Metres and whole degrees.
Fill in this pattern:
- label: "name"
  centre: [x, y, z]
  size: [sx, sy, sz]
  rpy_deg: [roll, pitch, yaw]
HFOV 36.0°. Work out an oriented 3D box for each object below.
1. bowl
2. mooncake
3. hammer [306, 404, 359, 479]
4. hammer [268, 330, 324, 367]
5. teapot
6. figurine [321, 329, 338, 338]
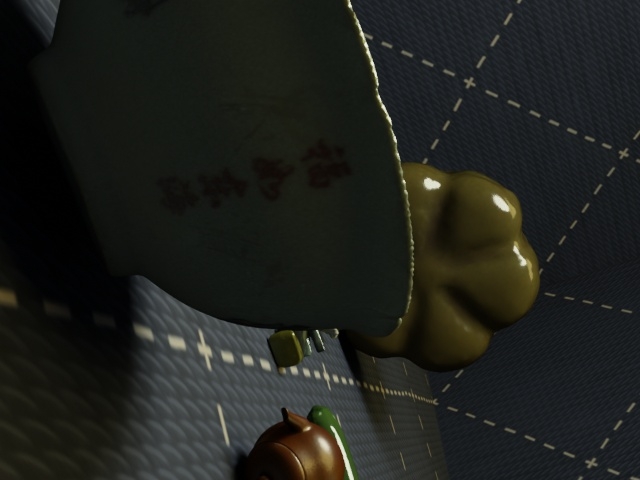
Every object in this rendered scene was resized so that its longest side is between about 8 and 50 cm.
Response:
- label: "bowl"
  centre: [-0.112, -0.088, 0.795]
  size: [0.435, 0.196, 0.435]
  rpy_deg: [59, -16, 29]
- label: "mooncake"
  centre: [0.227, 0.055, 2.087]
  size: [0.262, 0.467, 0.467]
  rpy_deg: [-35, 107, -80]
- label: "hammer"
  centre: [0.035, 0.375, 1.327]
  size: [0.206, 0.119, 0.335]
  rpy_deg: [60, 8, -57]
- label: "hammer"
  centre: [-0.042, 0.134, 1.517]
  size: [0.226, 0.041, 0.159]
  rpy_deg: [-83, 152, -73]
- label: "teapot"
  centre: [-0.038, 0.262, 1.090]
  size: [0.116, 0.116, 0.173]
  rpy_deg: [-59, 158, -79]
- label: "figurine"
  centre: [0.000, 0.000, 1.723]
  size: [0.274, 0.226, 0.394]
  rpy_deg: [38, -28, 49]
